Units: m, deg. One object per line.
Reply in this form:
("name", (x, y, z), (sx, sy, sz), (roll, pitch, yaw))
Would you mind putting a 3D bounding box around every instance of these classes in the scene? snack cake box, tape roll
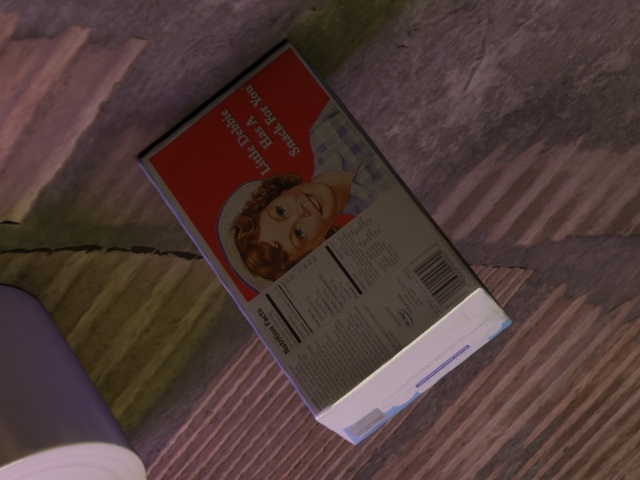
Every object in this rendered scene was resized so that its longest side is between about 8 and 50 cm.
("snack cake box", (0.000, 0.000, 1.364), (0.152, 0.264, 0.089), (-39, 152, 5))
("tape roll", (-0.280, 0.176, 1.423), (0.246, 0.169, 0.246), (-27, 151, -17))
